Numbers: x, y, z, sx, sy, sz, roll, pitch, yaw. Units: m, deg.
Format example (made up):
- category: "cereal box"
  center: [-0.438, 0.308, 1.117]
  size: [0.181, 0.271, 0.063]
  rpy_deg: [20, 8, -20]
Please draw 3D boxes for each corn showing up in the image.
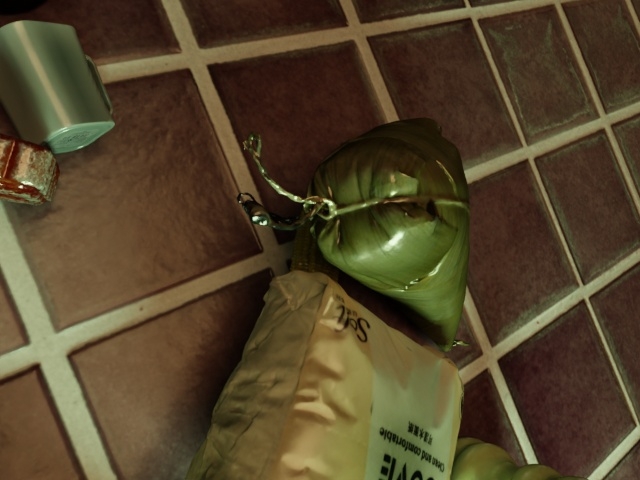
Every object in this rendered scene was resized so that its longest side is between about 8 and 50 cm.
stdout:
- category: "corn"
  center: [0.000, 0.000, 0.746]
  size: [0.085, 0.063, 0.165]
  rpy_deg: [25, 65, -30]

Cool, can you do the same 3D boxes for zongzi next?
- category: "zongzi"
  center: [0.102, 0.041, 0.631]
  size: [0.447, 0.181, 0.419]
  rpy_deg: [-41, 117, -65]

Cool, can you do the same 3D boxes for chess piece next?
- category: "chess piece"
  center: [0.291, 0.369, 0.716]
  size: [0.144, 0.251, 0.145]
  rpy_deg: [6, 77, -26]

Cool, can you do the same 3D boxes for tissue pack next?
- category: "tissue pack"
  center: [0.028, 0.265, 0.638]
  size: [0.375, 0.195, 0.390]
  rpy_deg: [37, 60, -35]

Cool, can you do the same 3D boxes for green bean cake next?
- category: "green bean cake"
  center: [-0.352, -0.079, 0.535]
  size: [0.135, 0.135, 0.057]
  rpy_deg: [12, 81, -22]

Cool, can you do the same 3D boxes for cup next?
- category: "cup"
  center: [-0.309, -0.179, 0.607]
  size: [0.130, 0.095, 0.128]
  rpy_deg: [66, 28, -5]

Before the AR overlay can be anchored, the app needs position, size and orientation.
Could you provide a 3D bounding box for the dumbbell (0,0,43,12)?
- category: "dumbbell"
  center: [-0.361, -0.370, 0.544]
  size: [0.152, 0.218, 0.153]
  rpy_deg: [6, 77, -26]
